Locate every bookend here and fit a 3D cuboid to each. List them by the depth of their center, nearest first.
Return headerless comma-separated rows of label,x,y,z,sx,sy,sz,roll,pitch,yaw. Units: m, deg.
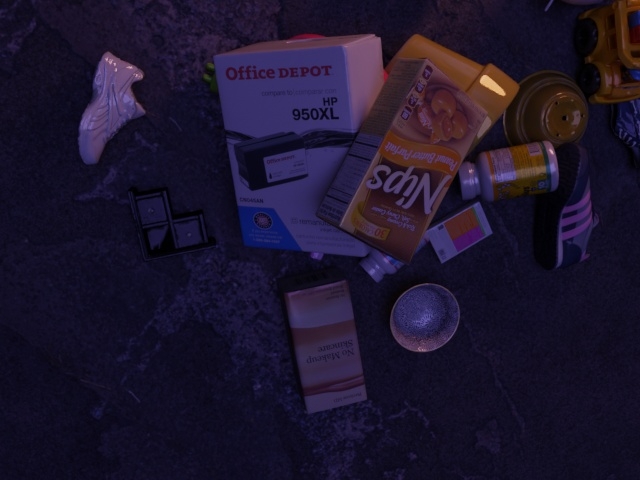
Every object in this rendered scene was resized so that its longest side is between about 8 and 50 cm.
bookend,-0.318,-0.049,1.339,0.157,0.072,0.156,-11,104,-8

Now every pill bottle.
pill bottle,0.419,-0.151,1.407,0.209,0.117,0.117,-9,104,10
pill bottle,0.167,0.020,1.432,0.160,0.087,0.087,-43,106,1

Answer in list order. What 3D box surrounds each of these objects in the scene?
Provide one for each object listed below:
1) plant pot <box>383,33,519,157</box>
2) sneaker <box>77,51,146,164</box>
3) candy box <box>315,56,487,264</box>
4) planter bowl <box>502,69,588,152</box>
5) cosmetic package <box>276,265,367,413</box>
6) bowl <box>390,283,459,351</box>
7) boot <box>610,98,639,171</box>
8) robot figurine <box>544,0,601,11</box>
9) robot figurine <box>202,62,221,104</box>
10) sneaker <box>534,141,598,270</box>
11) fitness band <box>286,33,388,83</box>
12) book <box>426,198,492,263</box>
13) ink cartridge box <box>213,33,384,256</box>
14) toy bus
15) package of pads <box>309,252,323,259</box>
plant pot,0.243,-0.297,1.307,0.239,0.254,0.254,39,93,1
sneaker,-0.422,-0.258,1.268,0.115,0.090,0.232,17,100,-17
candy box,0.147,-0.138,1.099,0.183,0.088,0.316,28,89,-35
planter bowl,0.541,-0.282,1.429,0.217,0.090,0.217,-2,103,-9
cosmetic package,0.003,0.225,1.427,0.153,0.129,0.296,-13,105,-8
bowl,0.238,0.173,1.482,0.170,0.080,0.170,-2,103,-9
boot,0.743,-0.253,1.489,0.086,0.069,0.189,-7,96,-1
robot figurine,0.601,-0.641,1.302,0.353,0.200,0.300,-42,139,0
robot figurine,-0.189,-0.334,1.301,0.115,0.067,0.101,16,91,-13
sneaker,0.598,-0.083,1.466,0.131,0.112,0.318,-8,120,-16
fitness band,0.015,-0.300,1.277,0.291,0.054,0.209,29,126,14
book,0.329,-0.021,1.480,0.144,0.035,0.096,-30,109,-2
ink cartridge box,-0.026,-0.186,1.222,0.286,0.166,0.394,4,114,27
toy bus,0.683,-0.421,1.354,0.150,0.211,0.220,-8,96,-10
package of pads,0.000,0.000,1.417,0.032,0.050,0.083,20,99,-14
